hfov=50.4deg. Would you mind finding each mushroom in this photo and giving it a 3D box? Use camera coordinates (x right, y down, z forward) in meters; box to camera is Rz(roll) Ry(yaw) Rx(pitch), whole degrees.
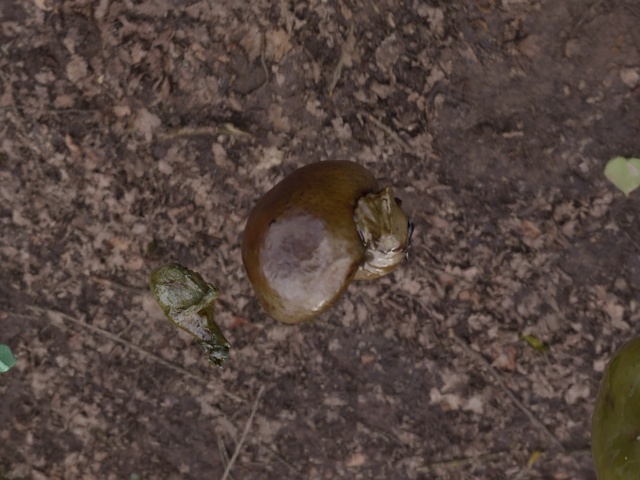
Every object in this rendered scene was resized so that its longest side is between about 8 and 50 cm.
[{"bbox_3d":[0.001,-0.010,1.067,0.282,0.263,0.195,-13,130,20],"label":"mushroom"}]

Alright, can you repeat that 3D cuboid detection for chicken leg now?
[{"bbox_3d":[-0.229,0.132,1.268,0.228,0.103,0.088,48,151,12],"label":"chicken leg"}]

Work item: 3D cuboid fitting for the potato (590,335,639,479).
[{"bbox_3d":[0.234,0.136,0.371,0.154,0.201,0.137,-35,128,21],"label":"potato"}]

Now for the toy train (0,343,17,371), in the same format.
[{"bbox_3d":[-0.269,0.044,0.405,0.099,0.081,0.149,-32,97,31],"label":"toy train"}]
